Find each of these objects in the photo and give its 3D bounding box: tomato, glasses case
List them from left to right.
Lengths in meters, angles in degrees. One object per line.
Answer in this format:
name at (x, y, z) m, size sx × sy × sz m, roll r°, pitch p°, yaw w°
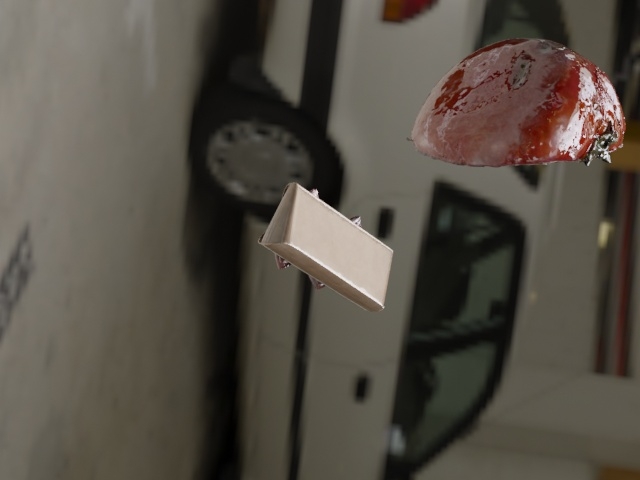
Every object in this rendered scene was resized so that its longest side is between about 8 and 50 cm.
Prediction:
glasses case at (0.000, 0.000, 2.046) m, size 0.193 × 0.070 × 0.102 m, roll 33°, pitch 58°, yaw -43°
tomato at (0.165, -0.120, 1.505) m, size 0.189 × 0.173 × 0.099 m, roll -14°, pitch 111°, yaw -52°
